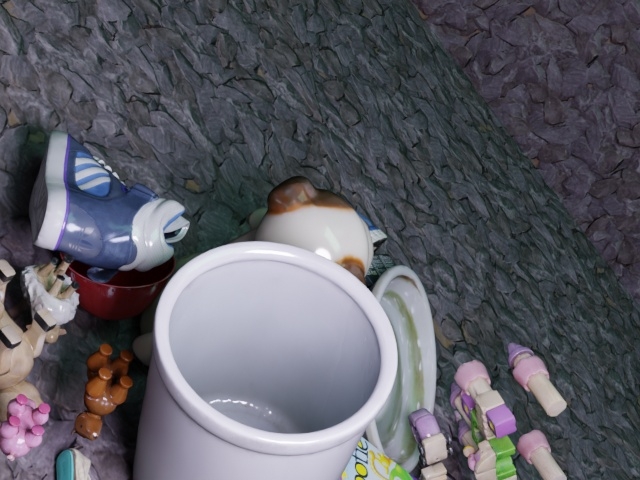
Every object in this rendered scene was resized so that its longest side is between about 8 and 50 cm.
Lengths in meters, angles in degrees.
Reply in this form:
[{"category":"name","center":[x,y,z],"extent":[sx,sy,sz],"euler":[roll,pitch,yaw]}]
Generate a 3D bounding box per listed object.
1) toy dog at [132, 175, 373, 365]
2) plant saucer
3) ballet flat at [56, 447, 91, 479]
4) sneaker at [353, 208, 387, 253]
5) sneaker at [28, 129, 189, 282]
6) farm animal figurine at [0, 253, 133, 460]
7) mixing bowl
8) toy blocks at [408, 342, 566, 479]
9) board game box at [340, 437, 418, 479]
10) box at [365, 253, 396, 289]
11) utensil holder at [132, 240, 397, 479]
[{"category":"toy dog","center":[-0.092,0.059,1.876],"extent":[0.395,0.408,0.285],"euler":[4,58,-52]},{"category":"plant saucer","center":[0.119,0.247,2.191],"extent":[0.400,0.100,0.401],"euler":[-1,90,-66]},{"category":"ballet flat","center":[-0.343,0.370,1.604],"extent":[0.052,0.057,0.168],"euler":[40,35,-40]},{"category":"sneaker","center":[0.000,0.000,2.342],"extent":[0.147,0.130,0.330],"euler":[47,27,14]},{"category":"sneaker","center":[-0.330,-0.053,1.816],"extent":[0.236,0.130,0.323],"euler":[15,23,-20]},{"category":"farm animal figurine","center":[-0.443,0.181,1.554],"extent":[0.330,0.172,0.327],"euler":[-3,51,-45]},{"category":"mixing bowl","center":[-0.329,0.063,1.822],"extent":[0.181,0.098,0.181],"euler":[11,29,-6]},{"category":"toy blocks","center":[0.299,0.359,2.275],"extent":[0.260,0.308,0.289],"euler":[-121,-164,-49]},{"category":"board game box","center":[0.056,0.447,1.968],"extent":[0.275,0.144,0.142],"euler":[40,38,-23]},{"category":"box","center":[0.056,0.097,2.272],"extent":[0.180,0.147,0.078],"euler":[1,55,-51]},{"category":"utensil holder","center":[-0.100,0.248,1.634],"extent":[0.327,0.386,0.328],"euler":[9,47,-10]}]
